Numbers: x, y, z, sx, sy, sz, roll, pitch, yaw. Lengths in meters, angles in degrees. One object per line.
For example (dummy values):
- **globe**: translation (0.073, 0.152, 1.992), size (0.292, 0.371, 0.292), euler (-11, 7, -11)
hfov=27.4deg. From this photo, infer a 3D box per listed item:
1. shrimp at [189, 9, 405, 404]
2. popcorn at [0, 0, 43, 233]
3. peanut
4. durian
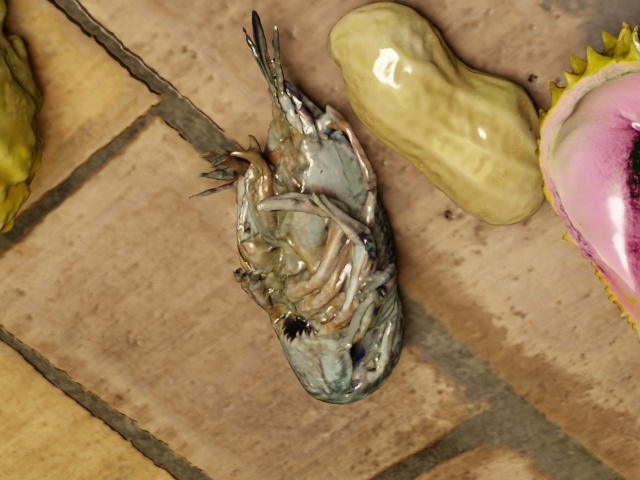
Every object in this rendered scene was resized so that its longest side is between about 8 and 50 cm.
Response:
- **shrimp**: translation (0.001, 0.001, 1.023), size (0.172, 0.137, 0.372), euler (34, 159, 44)
- **popcorn**: translation (-0.331, -0.090, 0.986), size (0.225, 0.249, 0.249), euler (-3, 129, 36)
- **peanut**: translation (0.093, -0.094, 0.978), size (0.214, 0.090, 0.099), euler (37, 138, -19)
- **durian**: translation (0.237, -0.074, 0.910), size (0.187, 0.153, 0.260), euler (24, 141, -16)
